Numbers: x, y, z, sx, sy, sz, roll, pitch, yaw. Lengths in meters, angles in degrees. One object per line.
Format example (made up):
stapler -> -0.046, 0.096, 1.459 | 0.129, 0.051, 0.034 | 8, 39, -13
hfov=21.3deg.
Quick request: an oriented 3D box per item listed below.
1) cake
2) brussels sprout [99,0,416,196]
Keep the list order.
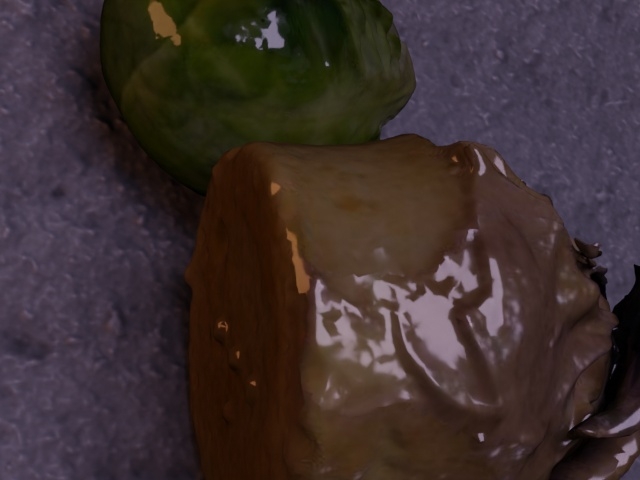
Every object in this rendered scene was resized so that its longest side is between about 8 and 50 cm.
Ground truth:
cake -> 0.085, 0.079, 1.239 | 0.321, 0.332, 0.332 | 0, 67, -17
brussels sprout -> -0.043, -0.142, 1.371 | 0.271, 0.210, 0.219 | -1, 45, -40
